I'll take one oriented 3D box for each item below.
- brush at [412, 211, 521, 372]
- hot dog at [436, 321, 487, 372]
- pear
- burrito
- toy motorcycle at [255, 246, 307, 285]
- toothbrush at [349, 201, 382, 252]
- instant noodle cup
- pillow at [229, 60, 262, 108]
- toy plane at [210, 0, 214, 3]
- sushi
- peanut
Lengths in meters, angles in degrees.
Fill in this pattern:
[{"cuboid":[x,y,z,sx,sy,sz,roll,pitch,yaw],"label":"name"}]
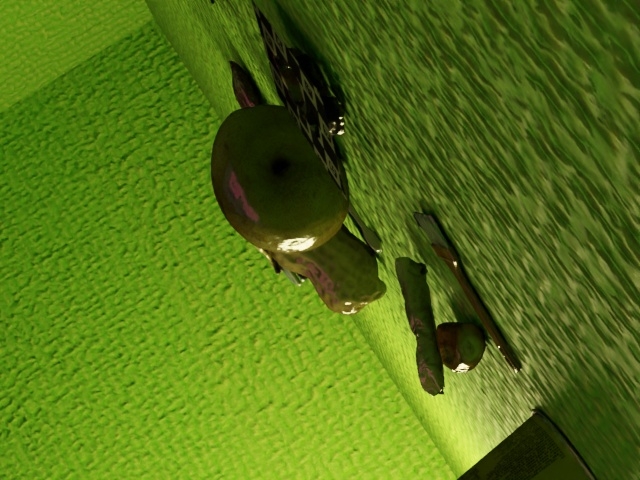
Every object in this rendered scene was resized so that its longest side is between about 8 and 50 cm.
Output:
[{"cuboid":[0.168,0.059,1.316,0.218,0.010,0.082,57,176,-9],"label":"brush"},{"cuboid":[0.181,0.137,1.504,0.216,0.047,0.066,109,166,-84],"label":"hot dog"},{"cuboid":[-0.062,-0.088,1.714,0.228,0.188,0.211,57,169,3],"label":"pear"},{"cuboid":[0.131,0.111,1.528,0.045,0.041,0.186,117,144,-69],"label":"burrito"},{"cuboid":[-0.067,-0.029,2.434,0.237,0.168,0.410,61,176,-20],"label":"toy motorcycle"},{"cuboid":[0.025,-0.088,1.903,0.276,0.019,0.025,56,-176,22],"label":"toothbrush"},{"cuboid":[0.244,0.312,1.377,0.182,0.144,0.182,57,177,5],"label":"instant noodle cup"},{"cuboid":[-0.143,-0.284,2.304,0.118,0.043,0.185,64,173,4],"label":"pillow"},{"cuboid":[-0.207,-0.441,1.939,0.121,0.031,0.049,52,-178,32],"label":"toy plane"},{"cuboid":[-0.010,-0.182,1.437,0.210,0.040,0.193,58,170,37],"label":"sushi"},{"cuboid":[-0.009,0.002,2.058,0.291,0.159,0.143,57,-158,2],"label":"peanut"}]
